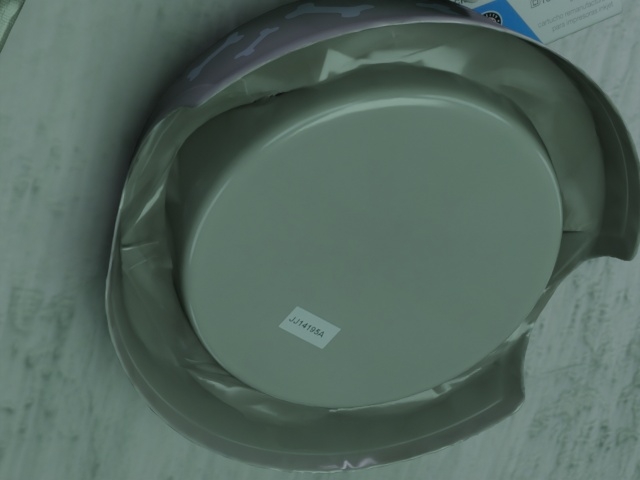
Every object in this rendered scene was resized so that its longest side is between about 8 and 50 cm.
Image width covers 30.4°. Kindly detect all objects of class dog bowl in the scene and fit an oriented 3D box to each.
[{"bbox_3d":[0.029,-0.005,0.774,0.349,0.102,0.348,-7,126,-10],"label":"dog bowl"}]

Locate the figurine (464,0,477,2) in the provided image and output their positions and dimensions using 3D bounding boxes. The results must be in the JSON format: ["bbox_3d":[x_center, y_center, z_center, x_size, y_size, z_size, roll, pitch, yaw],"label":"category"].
[{"bbox_3d":[0.019,-0.249,0.649,0.210,0.092,0.215,18,130,-2],"label":"figurine"}]

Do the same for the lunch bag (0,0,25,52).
[{"bbox_3d":[-0.315,-0.079,0.584,0.235,0.169,0.287,22,106,-36],"label":"lunch bag"}]

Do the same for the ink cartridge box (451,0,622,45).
[{"bbox_3d":[0.111,-0.231,0.790,0.148,0.086,0.203,-25,120,-16],"label":"ink cartridge box"}]
